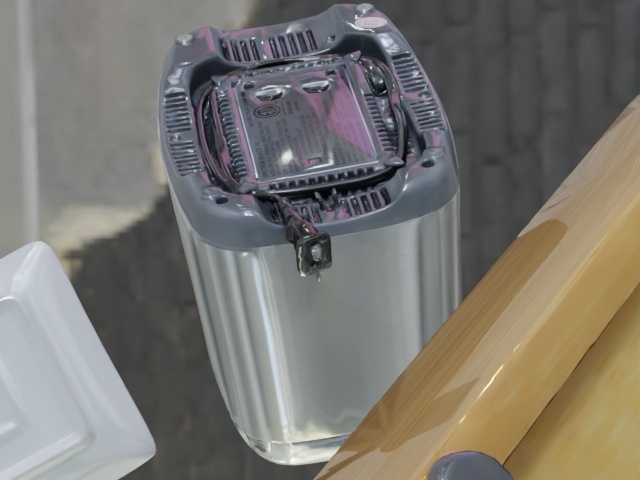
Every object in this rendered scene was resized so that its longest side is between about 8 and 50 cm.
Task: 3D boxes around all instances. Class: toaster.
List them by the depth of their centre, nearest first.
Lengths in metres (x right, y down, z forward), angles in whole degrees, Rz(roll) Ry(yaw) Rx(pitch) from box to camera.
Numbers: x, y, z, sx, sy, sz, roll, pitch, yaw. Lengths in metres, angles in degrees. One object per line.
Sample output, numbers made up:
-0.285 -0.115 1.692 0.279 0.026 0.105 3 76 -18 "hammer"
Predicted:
0.000 0.000 0.911 0.227 0.129 0.146 -109 9 -57 "toaster"

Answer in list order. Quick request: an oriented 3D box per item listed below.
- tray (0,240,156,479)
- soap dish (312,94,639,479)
-0.243 0.122 1.111 0.145 0.270 0.030 61 178 8 "tray"
0.137 0.083 0.606 0.291 0.229 0.118 -46 -9 -39 "soap dish"
